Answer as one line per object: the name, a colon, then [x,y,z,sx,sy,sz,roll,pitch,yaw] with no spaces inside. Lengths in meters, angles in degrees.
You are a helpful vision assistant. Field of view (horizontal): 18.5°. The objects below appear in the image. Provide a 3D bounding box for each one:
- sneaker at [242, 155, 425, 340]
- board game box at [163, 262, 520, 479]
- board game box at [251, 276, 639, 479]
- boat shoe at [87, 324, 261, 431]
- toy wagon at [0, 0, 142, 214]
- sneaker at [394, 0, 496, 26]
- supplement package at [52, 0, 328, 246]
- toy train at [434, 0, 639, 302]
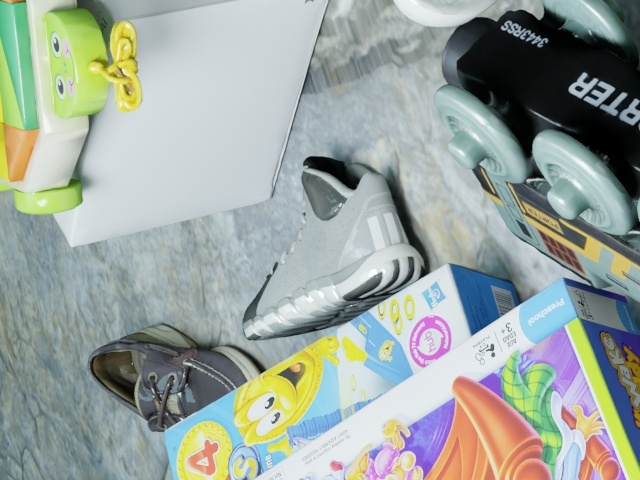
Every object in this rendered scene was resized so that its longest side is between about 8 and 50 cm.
sneaker: [0.000,0.000,1.646,0.228,0.086,0.132,-27,74,51]
board game box: [0.045,0.221,1.450,0.302,0.086,0.308,-32,59,30]
board game box: [0.089,0.214,1.302,0.347,0.078,0.233,-36,58,29]
boat shoe: [-0.141,0.149,1.941,0.285,0.092,0.103,21,121,57]
toy wagon: [-0.243,-0.157,1.580,0.344,0.068,0.267,21,119,59]
sneaker: [0.070,-0.243,1.314,0.169,0.108,0.293,131,149,-61]
supplement package: [-0.134,-0.150,1.674,0.145,0.204,0.262,56,145,32]
toy train: [0.206,-0.030,1.168,0.334,0.142,0.190,34,164,45]
